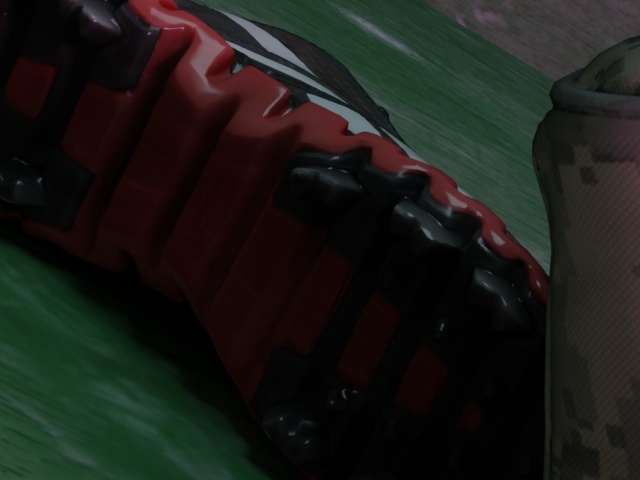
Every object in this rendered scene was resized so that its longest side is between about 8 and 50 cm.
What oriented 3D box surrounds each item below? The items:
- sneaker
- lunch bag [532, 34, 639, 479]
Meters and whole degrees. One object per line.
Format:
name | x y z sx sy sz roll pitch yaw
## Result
sneaker | 0.000 -0.001 0.581 0.276 0.098 0.135 37 16 24
lunch bag | 0.175 0.074 0.427 0.212 0.256 0.305 -1 7 15
